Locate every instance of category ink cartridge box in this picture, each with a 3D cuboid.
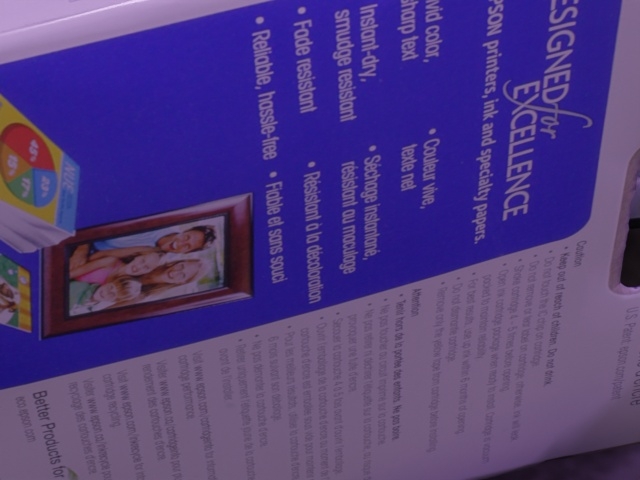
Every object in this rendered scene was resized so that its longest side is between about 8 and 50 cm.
[{"bbox_3d":[0.000,0.000,0.433,0.208,0.045,0.206,-12,142,-8],"label":"ink cartridge box"}]

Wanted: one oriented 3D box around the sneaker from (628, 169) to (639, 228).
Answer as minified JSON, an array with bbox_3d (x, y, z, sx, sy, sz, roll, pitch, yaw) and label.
[{"bbox_3d":[0.045,-0.100,0.462,0.295,0.124,0.178,-15,128,26],"label":"sneaker"}]
